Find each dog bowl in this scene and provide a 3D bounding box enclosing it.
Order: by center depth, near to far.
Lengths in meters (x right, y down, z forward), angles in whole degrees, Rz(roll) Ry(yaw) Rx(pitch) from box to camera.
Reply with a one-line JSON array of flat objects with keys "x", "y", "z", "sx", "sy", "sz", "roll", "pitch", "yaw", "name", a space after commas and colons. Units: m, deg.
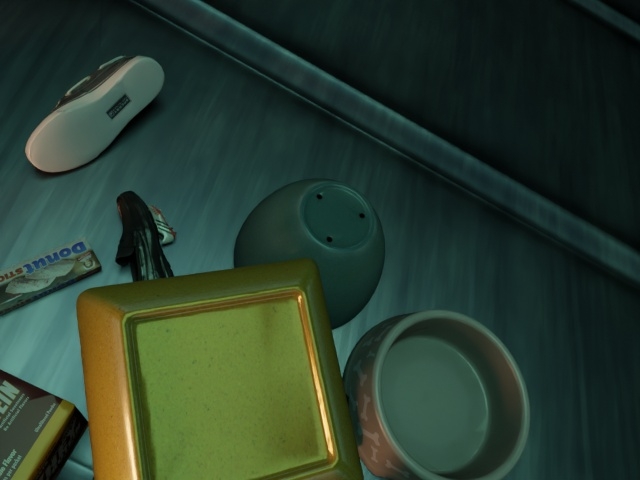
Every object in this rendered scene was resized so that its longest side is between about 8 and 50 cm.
[{"x": 0.218, "y": 0.284, "z": 0.935, "sx": 0.348, "sy": 0.102, "sz": 0.349, "roll": 7, "pitch": 63, "yaw": -15, "name": "dog bowl"}]

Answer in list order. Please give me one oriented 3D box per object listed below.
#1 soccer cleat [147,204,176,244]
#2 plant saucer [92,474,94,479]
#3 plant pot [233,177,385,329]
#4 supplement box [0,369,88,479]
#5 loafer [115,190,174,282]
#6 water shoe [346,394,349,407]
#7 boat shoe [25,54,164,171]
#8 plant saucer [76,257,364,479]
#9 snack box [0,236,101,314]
[{"x": -0.300, "y": -0.029, "z": 0.955, "sx": 0.035, "sy": 0.029, "sz": 0.083, "roll": -34, "pitch": 84, "yaw": -33, "name": "soccer cleat"}, {"x": -0.238, "y": 0.368, "z": 0.775, "sx": 0.198, "sy": 0.036, "sz": 0.199, "roll": 7, "pitch": 63, "yaw": -15, "name": "plant saucer"}, {"x": 0.000, "y": 0.000, "z": 0.946, "sx": 0.290, "sy": 0.195, "sz": 0.290, "roll": 7, "pitch": 63, "yaw": -15, "name": "plant pot"}, {"x": -0.431, "y": 0.247, "z": 0.676, "sx": 0.191, "sy": 0.194, "sz": 0.129, "roll": 27, "pitch": 60, "yaw": -4, "name": "supplement box"}, {"x": -0.317, "y": 0.016, "z": 0.898, "sx": 0.078, "sy": 0.076, "sz": 0.223, "roll": -15, "pitch": 74, "yaw": -33, "name": "loafer"}, {"x": 0.005, "y": 0.267, "z": 0.900, "sx": 0.080, "sy": 0.073, "sz": 0.203, "roll": 9, "pitch": 65, "yaw": -39, "name": "water shoe"}, {"x": -0.436, "y": -0.251, "z": 0.982, "sx": 0.102, "sy": 0.108, "sz": 0.301, "roll": 26, "pitch": 67, "yaw": 32, "name": "boat shoe"}, {"x": -0.115, "y": 0.190, "z": 0.649, "sx": 0.332, "sy": 0.081, "sz": 0.333, "roll": -8, "pitch": 76, "yaw": -20, "name": "plant saucer"}, {"x": -0.463, "y": 0.058, "z": 0.859, "sx": 0.178, "sy": 0.022, "sz": 0.064, "roll": -28, "pitch": 75, "yaw": -28, "name": "snack box"}]
